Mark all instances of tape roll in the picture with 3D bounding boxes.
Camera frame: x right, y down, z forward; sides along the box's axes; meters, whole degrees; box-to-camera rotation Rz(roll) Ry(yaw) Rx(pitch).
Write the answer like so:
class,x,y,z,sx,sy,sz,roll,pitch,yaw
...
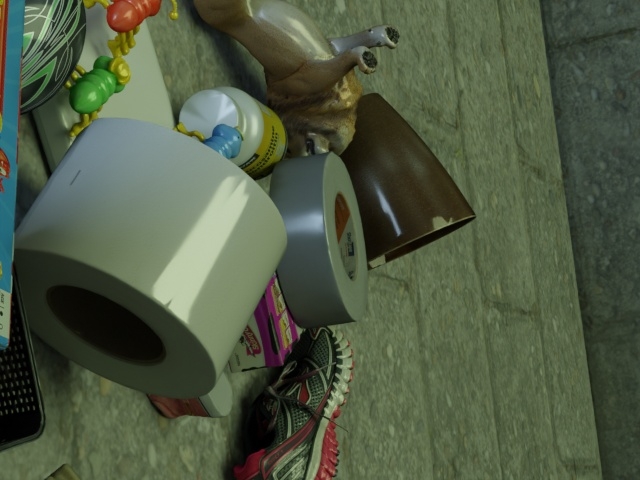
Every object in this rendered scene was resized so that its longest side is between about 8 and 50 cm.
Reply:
class,x,y,z,sx,sy,sz,roll,pitch,yaw
tape roll,-0.175,0.020,1.435,0.246,0.246,0.169,56,50,-40
tape roll,0.000,0.000,1.849,0.219,0.072,0.219,-8,90,-77

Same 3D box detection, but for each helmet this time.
class,x,y,z,sx,sy,sz,roll,pitch,yaw
helmet,-0.306,-0.199,1.386,0.169,0.161,0.169,37,48,-56

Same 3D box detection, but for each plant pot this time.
class,x,y,z,sx,sy,sz,roll,pitch,yaw
plant pot,0.084,-0.092,2.154,0.230,0.215,0.215,65,24,6

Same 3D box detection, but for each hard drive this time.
class,x,y,z,sx,sy,sz,roll,pitch,yaw
hard drive,-0.235,-0.124,1.642,0.233,0.047,0.353,-37,114,-62

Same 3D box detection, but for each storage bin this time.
class,x,y,z,sx,sy,sz,roll,pitch,yaw
storage bin,-0.328,0.105,1.308,0.122,0.084,0.180,-13,92,-65

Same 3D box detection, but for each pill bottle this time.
class,x,y,z,sx,sy,sz,roll,pitch,yaw
pill bottle,-0.111,-0.134,1.801,0.184,0.103,0.103,19,62,-75

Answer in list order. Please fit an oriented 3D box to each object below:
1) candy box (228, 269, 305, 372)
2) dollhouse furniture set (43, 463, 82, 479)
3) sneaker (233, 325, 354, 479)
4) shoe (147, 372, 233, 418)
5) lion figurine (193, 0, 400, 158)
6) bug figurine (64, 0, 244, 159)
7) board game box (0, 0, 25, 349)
class,x,y,z,sx,sy,sz,roll,pitch,yaw
candy box,-0.071,0.052,1.828,0.233,0.071,0.159,-50,129,-72
dollhouse furniture set,-0.203,0.340,1.288,0.259,0.135,0.262,50,2,1
sneaker,-0.033,0.208,1.861,0.112,0.121,0.299,30,38,-19
shoe,-0.168,0.132,1.634,0.063,0.081,0.178,-69,143,-49
lion figurine,-0.060,-0.274,1.931,0.392,0.240,0.142,51,45,-20
bug figurine,-0.183,-0.148,1.582,0.279,0.072,0.216,61,40,-24
board game box,-0.362,-0.056,1.040,0.086,0.308,0.302,33,52,-58
